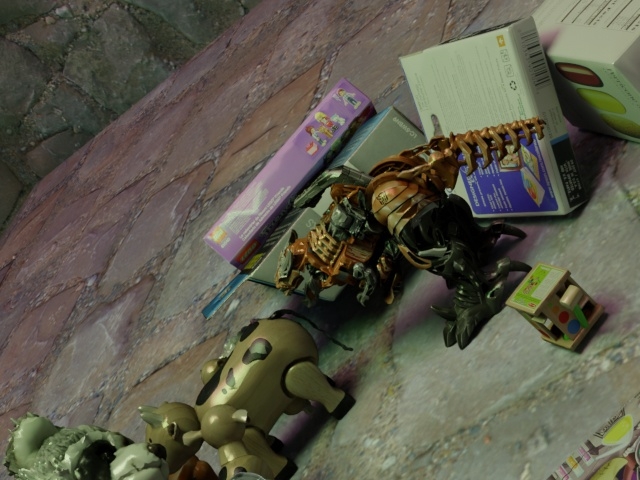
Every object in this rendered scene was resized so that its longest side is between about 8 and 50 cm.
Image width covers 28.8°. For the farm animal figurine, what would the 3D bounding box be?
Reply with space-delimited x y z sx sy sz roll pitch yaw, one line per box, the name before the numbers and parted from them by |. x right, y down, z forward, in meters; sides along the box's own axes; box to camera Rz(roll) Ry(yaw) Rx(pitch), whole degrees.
farm animal figurine | -0.102 0.212 1.373 0.327 0.172 0.330 -55 22 -18

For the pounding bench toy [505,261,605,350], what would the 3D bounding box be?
pounding bench toy | 0.225 0.064 1.138 0.052 0.065 0.083 -50 21 -8

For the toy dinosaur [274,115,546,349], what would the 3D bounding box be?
toy dinosaur | 0.099 -0.014 1.310 0.322 0.218 0.164 -27 29 45

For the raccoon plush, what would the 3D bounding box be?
raccoon plush | -0.313 0.367 1.208 0.446 0.216 0.299 -32 47 -8

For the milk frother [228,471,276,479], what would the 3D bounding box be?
milk frother | 0.002 0.262 1.132 0.143 0.135 0.129 -43 52 22

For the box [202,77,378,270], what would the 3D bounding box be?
box | -0.028 -0.076 1.763 0.293 0.057 0.201 -49 -15 -1

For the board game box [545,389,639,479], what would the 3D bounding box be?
board game box | 0.170 0.275 0.906 0.347 0.056 0.208 -46 25 6

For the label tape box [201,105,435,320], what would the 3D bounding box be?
label tape box | 0.000 0.000 1.566 0.334 0.106 0.240 -50 4 -5

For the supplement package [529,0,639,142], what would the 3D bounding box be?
supplement package | 0.324 -0.195 1.297 0.134 0.139 0.244 -48 20 -2

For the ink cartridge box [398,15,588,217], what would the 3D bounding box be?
ink cartridge box | 0.187 -0.127 1.372 0.045 0.206 0.208 -24 11 -28
